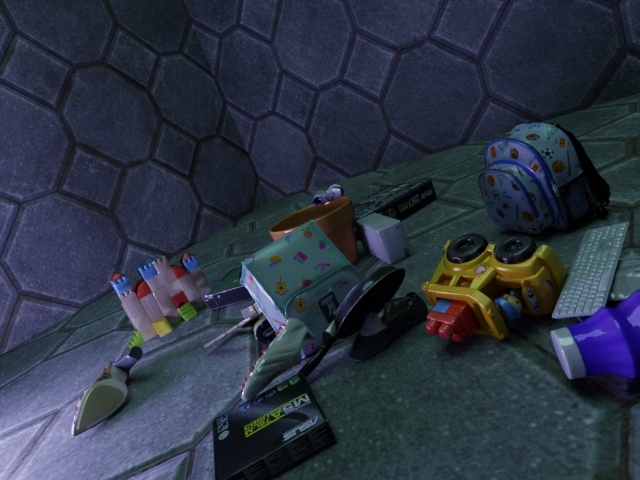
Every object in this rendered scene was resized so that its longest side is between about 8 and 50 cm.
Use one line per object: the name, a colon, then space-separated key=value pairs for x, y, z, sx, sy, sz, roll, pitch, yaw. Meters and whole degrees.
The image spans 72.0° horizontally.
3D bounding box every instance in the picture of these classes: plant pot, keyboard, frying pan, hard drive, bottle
plant pot: x=0.000 y=0.000 z=1.472 sx=0.290 sy=0.204 sz=0.291 roll=-21 pitch=15 yaw=6
keyboard: x=0.449 y=0.043 z=0.724 sx=0.256 sy=0.014 sz=0.072 roll=-43 pitch=9 yaw=-38
frying pan: x=0.059 y=0.175 z=0.928 sx=0.326 sy=0.053 sz=0.197 roll=-50 pitch=-25 yaw=9
hard drive: x=-0.227 y=0.139 z=1.596 sx=0.338 sy=0.064 sz=0.237 roll=-16 pitch=15 yaw=21
bottle: x=0.450 y=0.111 z=0.555 sx=0.282 sy=0.092 sz=0.118 roll=-19 pitch=46 yaw=16

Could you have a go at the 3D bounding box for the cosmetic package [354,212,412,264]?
cosmetic package: x=0.194 y=-0.011 z=1.398 sx=0.085 sy=0.118 sz=0.231 roll=-24 pitch=13 yaw=-7

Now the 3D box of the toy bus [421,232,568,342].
toy bus: x=0.294 y=0.104 z=0.789 sx=0.211 sy=0.150 sz=0.220 roll=-45 pitch=26 yaw=-27

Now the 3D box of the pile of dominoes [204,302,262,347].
pile of dominoes: x=-0.191 y=0.195 z=1.197 sx=0.251 sy=0.040 sz=0.196 roll=-35 pitch=-5 yaw=37

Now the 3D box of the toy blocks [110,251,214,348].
toy blocks: x=-0.569 y=0.172 z=1.594 sx=0.381 sy=0.261 sz=0.190 roll=-30 pitch=16 yaw=-30

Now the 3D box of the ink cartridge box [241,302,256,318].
ink cartridge box: x=-0.197 y=0.207 z=1.347 sx=0.083 sy=0.028 sz=0.048 roll=-23 pitch=1 yaw=-2

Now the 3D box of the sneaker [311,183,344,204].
sneaker: x=0.023 y=-0.145 z=1.478 sx=0.135 sy=0.052 sz=0.058 roll=-18 pitch=22 yaw=46

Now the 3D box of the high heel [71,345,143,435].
high heel: x=-0.575 y=0.412 z=1.149 sx=0.186 sy=0.093 sz=0.261 roll=-40 pitch=16 yaw=33

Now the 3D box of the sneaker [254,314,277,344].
sneaker: x=-0.090 y=0.191 z=1.160 sx=0.208 sy=0.082 sz=0.094 roll=-26 pitch=8 yaw=-20

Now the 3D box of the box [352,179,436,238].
box: x=0.230 y=-0.128 z=1.819 sx=0.394 sy=0.097 sz=0.318 roll=-30 pitch=18 yaw=-28

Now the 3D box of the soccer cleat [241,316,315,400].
soccer cleat: x=-0.080 y=0.233 z=0.856 sx=0.196 sy=0.076 sz=0.068 roll=-52 pitch=-8 yaw=-39

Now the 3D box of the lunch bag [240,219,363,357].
lunch bag: x=-0.030 y=0.116 z=1.039 sx=0.223 sy=0.262 sz=0.160 roll=-31 pitch=-22 yaw=-26

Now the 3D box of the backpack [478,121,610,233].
backpack: x=0.529 y=-0.157 z=1.115 sx=0.213 sy=0.264 sz=0.276 roll=-26 pitch=15 yaw=-15

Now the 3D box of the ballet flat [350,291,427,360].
ballet flat: x=0.135 y=0.168 z=0.914 sx=0.203 sy=0.074 sz=0.074 roll=-28 pitch=15 yaw=-21

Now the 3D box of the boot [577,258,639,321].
boot: x=0.516 y=0.079 z=0.645 sx=0.258 sy=0.095 sz=0.123 roll=-19 pitch=18 yaw=50

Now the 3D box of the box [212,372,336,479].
box: x=-0.087 y=0.319 z=0.745 sx=0.190 sy=0.045 sz=0.184 roll=-26 pitch=11 yaw=-10
